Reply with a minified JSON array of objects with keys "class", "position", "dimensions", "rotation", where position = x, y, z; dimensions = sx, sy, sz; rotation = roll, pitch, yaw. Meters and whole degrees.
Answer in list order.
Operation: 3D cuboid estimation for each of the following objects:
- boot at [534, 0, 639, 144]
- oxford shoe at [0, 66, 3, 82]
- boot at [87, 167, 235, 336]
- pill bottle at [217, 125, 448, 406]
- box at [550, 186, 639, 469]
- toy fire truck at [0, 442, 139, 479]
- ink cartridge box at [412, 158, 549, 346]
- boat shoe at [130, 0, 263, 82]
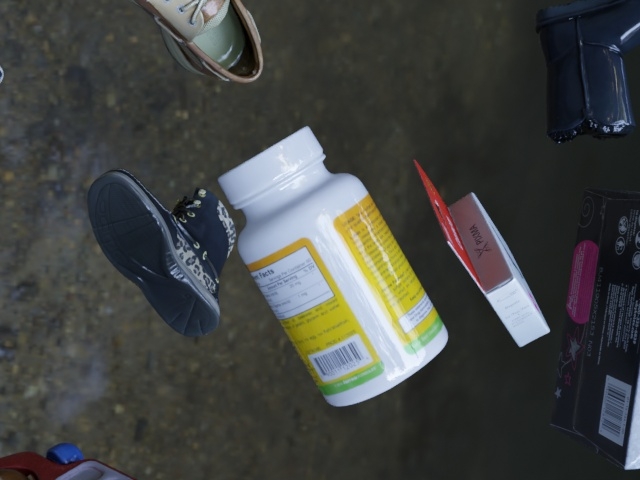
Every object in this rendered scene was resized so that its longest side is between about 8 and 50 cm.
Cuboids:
[{"class":"boot","position":[0.440,-0.255,1.752],"dimensions":[0.094,0.246,0.207],"rotation":[19,63,-71]},{"class":"oxford shoe","position":[-0.594,-0.203,1.638],"dimensions":[0.397,0.146,0.140],"rotation":[-49,160,-50]},{"class":"boot","position":[-0.186,-0.019,1.454],"dimensions":[0.236,0.085,0.178],"rotation":[58,24,-27]},{"class":"pill bottle","position":[0.006,0.021,1.142],"dimensions":[0.136,0.136,0.245],"rotation":[-36,98,-49]},{"class":"box","position":[0.332,0.082,1.141],"dimensions":[0.142,0.163,0.247],"rotation":[5,95,-16]},{"class":"toy fire truck","position":[-0.354,0.335,1.425],"dimensions":[0.254,0.302,0.169],"rotation":[-25,116,-40]},{"class":"ink cartridge box","position":[0.251,0.003,1.900],"dimensions":[0.239,0.060,0.275],"rotation":[54,11,-30]},{"class":"boat shoe","position":[-0.158,-0.301,1.448],"dimensions":[0.122,0.120,0.324],"rotation":[-53,146,-7]}]
